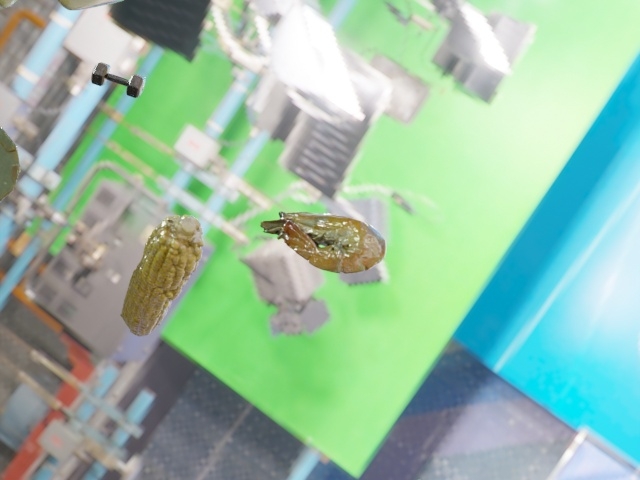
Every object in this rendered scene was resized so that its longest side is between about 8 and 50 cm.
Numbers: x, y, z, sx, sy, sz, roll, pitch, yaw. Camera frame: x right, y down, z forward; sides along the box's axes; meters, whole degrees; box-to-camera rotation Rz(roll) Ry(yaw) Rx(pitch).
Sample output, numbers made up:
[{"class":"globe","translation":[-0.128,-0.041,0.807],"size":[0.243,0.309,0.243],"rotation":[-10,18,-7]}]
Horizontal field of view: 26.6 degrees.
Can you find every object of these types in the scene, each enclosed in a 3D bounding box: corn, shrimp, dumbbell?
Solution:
[{"class":"corn","translation":[-0.245,0.058,2.076],"size":[0.086,0.086,0.288],"rotation":[-41,-10,-39]},{"class":"shrimp","translation":[0.000,-0.001,2.141],"size":[0.115,0.217,0.051],"rotation":[-53,-29,-46]},{"class":"dumbbell","translation":[-0.319,-0.253,2.137],"size":[0.040,0.083,0.036],"rotation":[-67,-4,-79]}]

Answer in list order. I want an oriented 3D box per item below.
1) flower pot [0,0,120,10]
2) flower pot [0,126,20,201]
[{"class":"flower pot","translation":[-0.309,-0.377,1.478],"size":[0.164,0.367,0.254],"rotation":[-31,-60,-59]},{"class":"flower pot","translation":[-0.588,-0.110,2.174],"size":[0.212,0.212,0.202],"rotation":[-48,19,-21]}]
